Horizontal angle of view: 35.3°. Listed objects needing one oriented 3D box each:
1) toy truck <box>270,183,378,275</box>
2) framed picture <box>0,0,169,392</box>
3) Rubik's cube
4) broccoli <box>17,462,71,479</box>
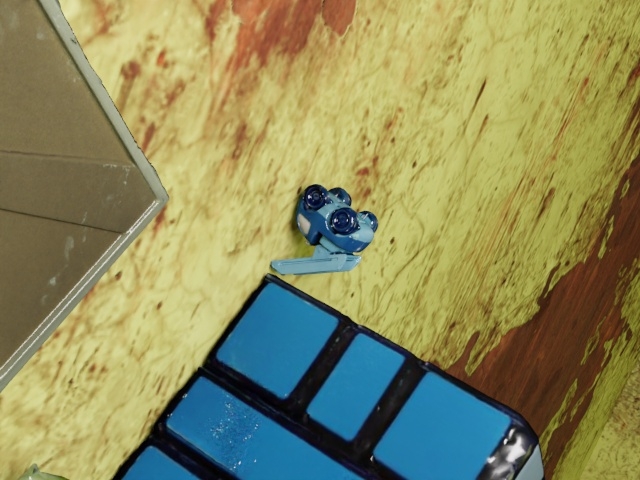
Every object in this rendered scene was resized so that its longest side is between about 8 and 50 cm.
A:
[{"bbox_3d":[0.000,0.000,0.877,0.090,0.073,0.056,-54,154,15],"label":"toy truck"},{"bbox_3d":[-0.188,-0.032,0.585,0.184,0.016,0.250,-52,151,-19],"label":"framed picture"},{"bbox_3d":[0.016,0.251,0.896,0.283,0.288,0.293,-55,153,-15],"label":"Rubik's cube"},{"bbox_3d":[-0.199,0.313,0.609,0.317,0.277,0.338,-84,155,-80],"label":"broccoli"}]
